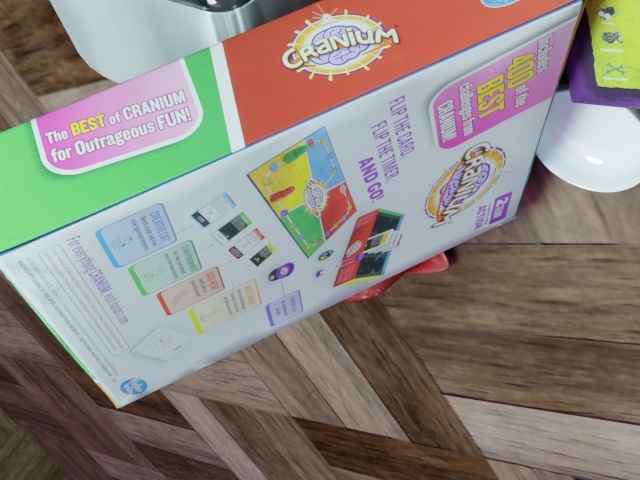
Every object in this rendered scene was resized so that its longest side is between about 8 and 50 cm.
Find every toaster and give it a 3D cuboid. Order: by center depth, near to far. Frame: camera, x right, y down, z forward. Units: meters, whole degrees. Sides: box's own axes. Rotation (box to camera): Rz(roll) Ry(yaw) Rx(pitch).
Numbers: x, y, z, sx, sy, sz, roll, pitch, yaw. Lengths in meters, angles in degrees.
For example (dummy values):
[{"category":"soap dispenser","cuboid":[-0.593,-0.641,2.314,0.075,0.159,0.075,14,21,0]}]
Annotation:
[{"category":"toaster","cuboid":[-0.053,-0.173,0.561,0.185,0.168,0.110,23,149,26]}]

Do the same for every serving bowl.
[{"category":"serving bowl","cuboid":[0.177,-0.071,0.588,0.083,0.027,0.083,26,148,18]}]

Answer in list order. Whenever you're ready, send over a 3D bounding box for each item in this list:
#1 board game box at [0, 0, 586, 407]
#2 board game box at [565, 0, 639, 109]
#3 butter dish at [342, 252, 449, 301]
[{"category":"board game box","cuboid":[-0.015,-0.028,0.546,0.064,0.316,0.242,61,169,25]},{"category":"board game box","cuboid":[0.264,-0.137,0.391,0.346,0.056,0.208,13,146,36]},{"category":"butter dish","cuboid":[0.000,0.000,0.783,0.160,0.118,0.160,-4,130,48]}]
